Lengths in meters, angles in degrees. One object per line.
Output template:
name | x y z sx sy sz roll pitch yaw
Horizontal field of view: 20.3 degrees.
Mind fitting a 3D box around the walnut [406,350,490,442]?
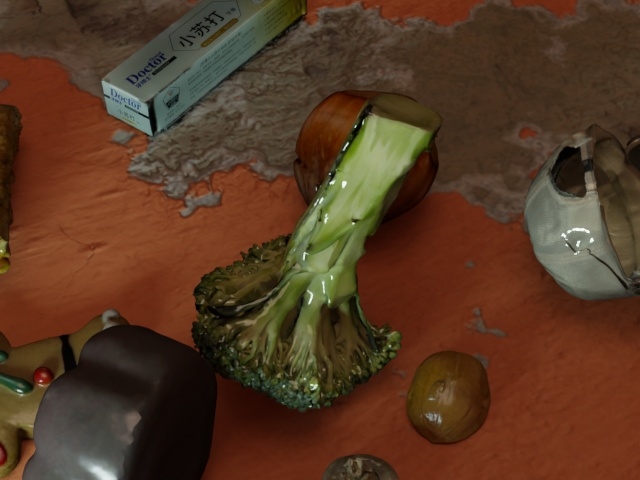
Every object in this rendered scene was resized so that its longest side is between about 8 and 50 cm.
walnut | 0.143 0.163 1.964 0.091 0.052 0.121 13 51 6

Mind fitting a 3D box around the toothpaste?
toothpaste | -0.147 -0.253 2.322 0.089 0.071 0.313 29 55 28

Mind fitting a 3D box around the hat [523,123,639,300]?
hat | 0.364 -0.011 2.066 0.275 0.161 0.232 16 58 -18

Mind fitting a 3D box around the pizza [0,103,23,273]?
pizza | -0.486 -0.053 2.128 0.258 0.087 0.268 -5 48 1

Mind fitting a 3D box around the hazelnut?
hazelnut | 0.058 -0.093 2.123 0.182 0.182 0.182 0 48 0

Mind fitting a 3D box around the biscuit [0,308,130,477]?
biscuit | -0.346 0.169 1.959 0.302 0.049 0.197 -9 47 -7

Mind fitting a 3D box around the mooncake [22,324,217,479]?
mooncake | -0.197 0.209 1.803 0.133 0.245 0.245 22 52 20

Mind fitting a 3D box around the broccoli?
broccoli | 0.014 0.002 1.928 0.221 0.252 0.361 41 98 22

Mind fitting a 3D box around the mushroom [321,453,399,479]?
mushroom | 0.042 0.252 1.865 0.085 0.079 0.085 0 45 0
